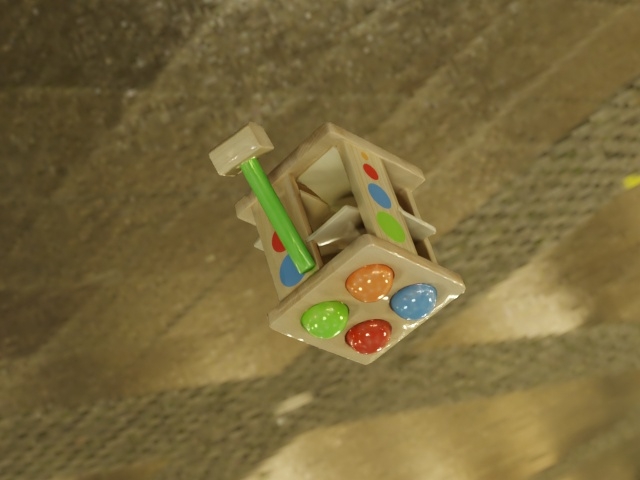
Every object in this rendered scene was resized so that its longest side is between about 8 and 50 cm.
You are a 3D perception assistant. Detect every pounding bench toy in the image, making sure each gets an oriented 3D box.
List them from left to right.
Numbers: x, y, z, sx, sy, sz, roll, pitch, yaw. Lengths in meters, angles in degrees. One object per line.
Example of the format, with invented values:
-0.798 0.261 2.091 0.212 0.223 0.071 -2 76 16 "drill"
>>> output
0.000 0.000 0.534 0.083 0.065 0.052 24 127 -40 "pounding bench toy"
